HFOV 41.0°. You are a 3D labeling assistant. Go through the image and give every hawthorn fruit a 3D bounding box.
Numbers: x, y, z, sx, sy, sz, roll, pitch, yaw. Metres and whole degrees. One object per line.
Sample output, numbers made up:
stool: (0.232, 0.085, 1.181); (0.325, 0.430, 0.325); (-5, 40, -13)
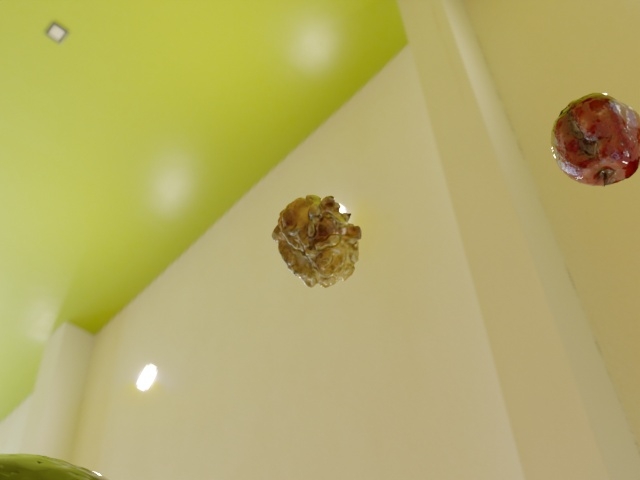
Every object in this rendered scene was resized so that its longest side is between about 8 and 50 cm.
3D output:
hawthorn fruit: (0.263, -0.092, 0.807); (0.093, 0.093, 0.093); (-38, -147, 30)

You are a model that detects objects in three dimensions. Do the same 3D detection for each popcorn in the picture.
popcorn: (0.000, 0.000, 0.747); (0.083, 0.057, 0.082); (-8, -85, 40)

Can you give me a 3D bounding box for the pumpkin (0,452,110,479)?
pumpkin: (-0.166, 0.279, 0.456); (0.315, 0.238, 0.315); (-23, -136, 24)
